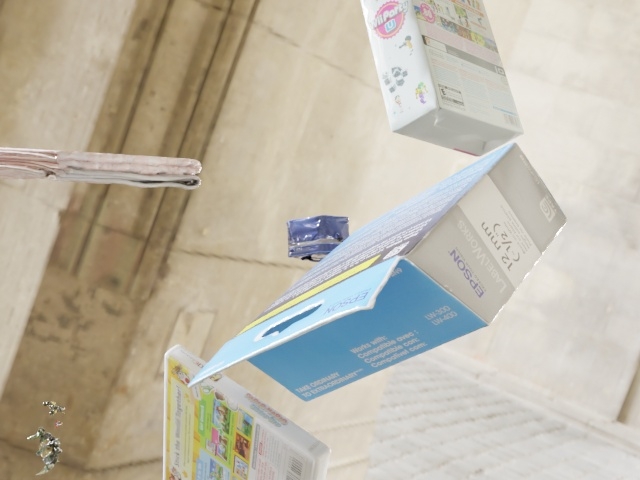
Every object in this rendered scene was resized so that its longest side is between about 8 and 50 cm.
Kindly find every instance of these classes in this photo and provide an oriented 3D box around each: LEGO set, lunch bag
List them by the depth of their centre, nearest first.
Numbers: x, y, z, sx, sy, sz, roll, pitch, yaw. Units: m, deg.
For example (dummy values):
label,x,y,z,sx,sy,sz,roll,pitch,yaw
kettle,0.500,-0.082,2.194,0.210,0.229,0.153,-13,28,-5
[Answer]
label,x,y,z,sx,sy,sz,roll,pitch,yaw
LEGO set,-0.302,0.223,1.090,0.054,0.083,0.023,33,11,34
lunch bag,0.000,0.000,1.421,0.067,0.065,0.098,3,-8,-44

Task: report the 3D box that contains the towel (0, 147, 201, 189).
label,x,y,z,sx,sy,sz,roll,pitch,yaw
towel,-0.405,-0.117,1.532,0.316,0.053,0.332,6,4,31

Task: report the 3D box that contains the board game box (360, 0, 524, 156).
label,x,y,z,sx,sy,sz,roll,pitch,yaw
board game box,0.182,-0.300,1.510,0.097,0.303,0.224,-27,-24,38

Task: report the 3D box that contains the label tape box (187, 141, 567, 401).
label,x,y,z,sx,sy,sz,roll,pitch,yaw
label tape box,0.067,0.056,0.958,0.115,0.249,0.347,55,40,-7

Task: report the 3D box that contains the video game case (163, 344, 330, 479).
label,x,y,z,sx,sy,sz,roll,pitch,yaw
video game case,-0.088,0.244,1.037,0.206,0.227,0.026,30,44,25
